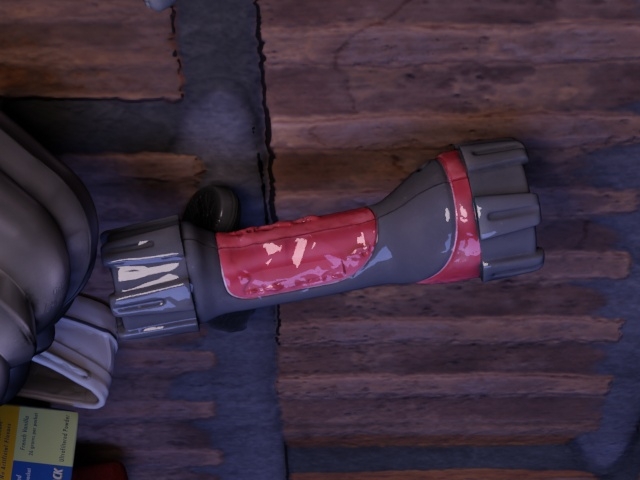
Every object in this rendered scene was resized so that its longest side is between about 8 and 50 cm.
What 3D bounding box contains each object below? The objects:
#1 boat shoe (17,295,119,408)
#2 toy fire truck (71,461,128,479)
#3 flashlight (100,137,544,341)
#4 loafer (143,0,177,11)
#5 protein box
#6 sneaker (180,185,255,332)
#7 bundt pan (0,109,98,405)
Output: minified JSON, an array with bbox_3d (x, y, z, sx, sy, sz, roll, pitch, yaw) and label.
[{"bbox_3d":[-0.291,0.079,1.553,0.267,0.088,0.096,16,145,-24],"label":"boat shoe"},{"bbox_3d":[-0.323,0.308,1.874,0.254,0.169,0.302,-9,153,-23],"label":"toy fire truck"},{"bbox_3d":[0.000,0.000,1.375,0.304,0.103,0.103,-9,-170,-4],"label":"flashlight"},{"bbox_3d":[-0.081,-0.226,1.088,0.087,0.094,0.251,-23,159,-10],"label":"loafer"},{"bbox_3d":[-0.318,0.196,1.630,0.199,0.136,0.201,8,174,-14],"label":"protein box"},{"bbox_3d":[-0.069,0.015,1.495,0.089,0.051,0.170,3,145,-25],"label":"sneaker"},{"bbox_3d":[-0.255,0.073,1.302,0.124,0.331,0.331,32,142,-4],"label":"bundt pan"}]
